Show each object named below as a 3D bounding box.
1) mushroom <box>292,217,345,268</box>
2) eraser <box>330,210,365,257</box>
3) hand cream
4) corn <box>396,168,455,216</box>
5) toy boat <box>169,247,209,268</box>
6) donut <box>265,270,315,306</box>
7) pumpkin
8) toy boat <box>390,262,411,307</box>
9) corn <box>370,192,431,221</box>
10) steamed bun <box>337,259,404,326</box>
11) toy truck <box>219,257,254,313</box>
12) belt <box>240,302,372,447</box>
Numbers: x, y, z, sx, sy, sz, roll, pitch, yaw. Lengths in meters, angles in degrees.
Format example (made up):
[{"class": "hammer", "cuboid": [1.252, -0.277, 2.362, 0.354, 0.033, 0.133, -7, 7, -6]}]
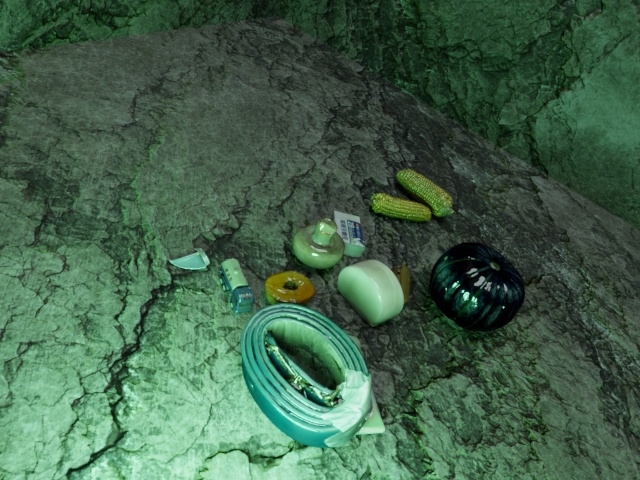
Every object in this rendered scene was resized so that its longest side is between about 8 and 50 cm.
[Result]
[{"class": "mushroom", "cuboid": [0.000, 0.000, 1.936, 0.204, 0.204, 0.204, 14, 39, -12]}, {"class": "eraser", "cuboid": [0.109, -0.029, 2.129, 0.124, 0.068, 0.210, 12, 39, -13]}, {"class": "hand cream", "cuboid": [0.100, 0.442, 1.576, 0.147, 0.093, 0.306, 3, 51, -16]}, {"class": "corn", "cuboid": [0.520, -0.234, 2.521, 0.130, 0.130, 0.347, -21, 55, -41]}, {"class": "toy boat", "cuboid": [-0.453, 0.074, 1.768, 0.122, 0.034, 0.096, -22, 56, -31]}, {"class": "donut", "cuboid": [-0.112, 0.179, 1.784, 0.178, 0.065, 0.162, -7, 42, -31]}, {"class": "pumpkin", "cuboid": [0.602, 0.178, 1.979, 0.363, 0.266, 0.363, 17, 37, -13]}, {"class": "toy boat", "cuboid": [0.302, 0.178, 1.990, 0.088, 0.068, 0.226, 17, 41, 0]}, {"class": "corn", "cuboid": [0.379, -0.148, 2.374, 0.312, 0.102, 0.102, 10, 40, -15]}, {"class": "steamed bun", "cuboid": [0.187, 0.174, 1.856, 0.146, 0.164, 0.242, -16, 51, -40]}, {"class": "toy truck", "cuboid": [-0.281, 0.145, 1.717, 0.074, 0.088, 0.202, -4, 46, -31]}, {"class": "belt", "cuboid": [-0.044, 0.374, 1.464, 0.300, 0.173, 0.436, -34, 64, -28]}]
